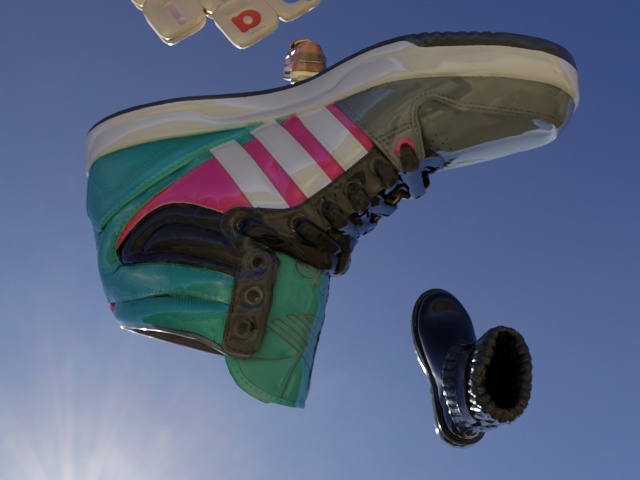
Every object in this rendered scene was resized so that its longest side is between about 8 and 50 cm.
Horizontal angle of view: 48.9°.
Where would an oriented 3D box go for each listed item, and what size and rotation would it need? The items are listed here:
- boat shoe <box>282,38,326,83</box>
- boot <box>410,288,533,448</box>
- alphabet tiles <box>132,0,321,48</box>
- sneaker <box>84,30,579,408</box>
[{"bbox_3d":[-0.019,-0.256,1.004,0.064,0.178,0.060,2,-75,-7],"label":"boat shoe"},{"bbox_3d":[0.284,0.206,1.346,0.131,0.348,0.260,-5,-30,-11],"label":"boot"},{"bbox_3d":[-0.087,-0.336,0.814,0.284,0.278,0.021,-33,-31,-9],"label":"alphabet tiles"},{"bbox_3d":[0.000,0.000,0.389,0.295,0.179,0.124,-10,-19,17],"label":"sneaker"}]
